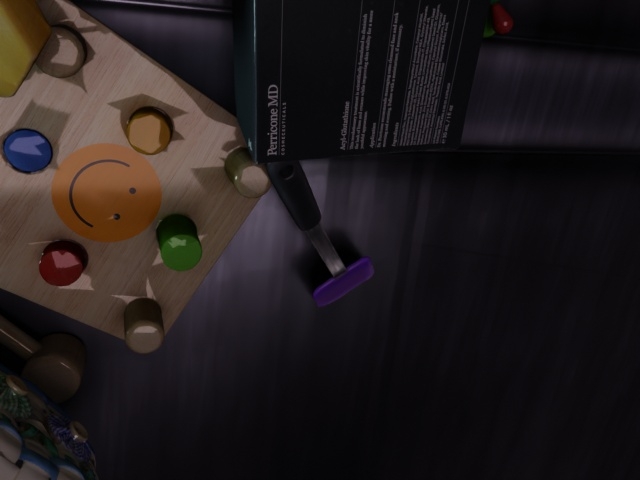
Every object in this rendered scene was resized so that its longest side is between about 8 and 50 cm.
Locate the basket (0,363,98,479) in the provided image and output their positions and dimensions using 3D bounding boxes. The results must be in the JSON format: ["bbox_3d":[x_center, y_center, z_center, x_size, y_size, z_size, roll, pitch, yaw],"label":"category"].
[{"bbox_3d":[-0.332,0.216,0.501,0.255,0.288,0.201,55,53,-31],"label":"basket"}]

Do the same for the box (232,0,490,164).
[{"bbox_3d":[0.028,-0.201,0.422,0.184,0.103,0.261,-8,126,-18],"label":"box"}]

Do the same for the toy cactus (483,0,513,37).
[{"bbox_3d":[0.129,-0.263,0.523,0.219,0.180,0.112,29,55,-32],"label":"toy cactus"}]

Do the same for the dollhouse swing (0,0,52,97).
[{"bbox_3d":[-0.318,-0.302,0.317,0.346,0.305,0.315,4,72,9],"label":"dollhouse swing"}]

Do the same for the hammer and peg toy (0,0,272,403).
[{"bbox_3d":[-0.234,-0.005,0.518,0.266,0.127,0.361,33,98,-28],"label":"hammer and peg toy"}]

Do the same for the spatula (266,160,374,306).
[{"bbox_3d":[0.000,0.000,0.589,0.084,0.030,0.296,-34,144,-3],"label":"spatula"}]
